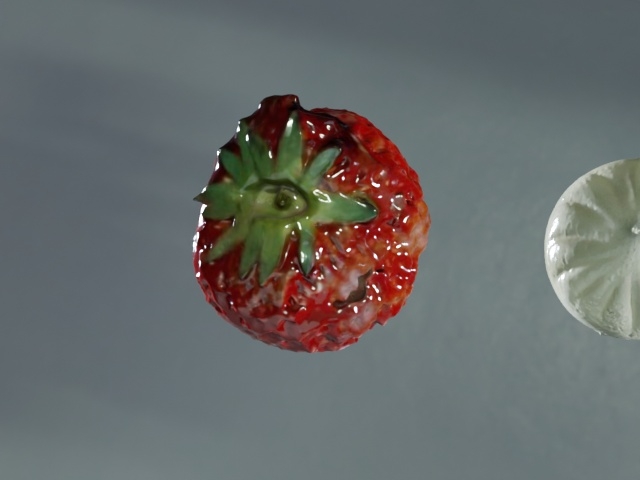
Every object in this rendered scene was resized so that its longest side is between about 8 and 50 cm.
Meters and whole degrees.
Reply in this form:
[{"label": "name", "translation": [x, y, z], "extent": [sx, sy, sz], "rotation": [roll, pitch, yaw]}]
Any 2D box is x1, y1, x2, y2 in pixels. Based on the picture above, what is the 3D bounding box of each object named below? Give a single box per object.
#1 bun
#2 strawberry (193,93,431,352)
[{"label": "bun", "translation": [0.232, 0.001, 1.158], "extent": [0.138, 0.138, 0.094], "rotation": [13, -11, 11]}, {"label": "strawberry", "translation": [0.005, -0.002, 1.852], "extent": [0.292, 0.291, 0.310], "rotation": [9, -8, 39]}]
